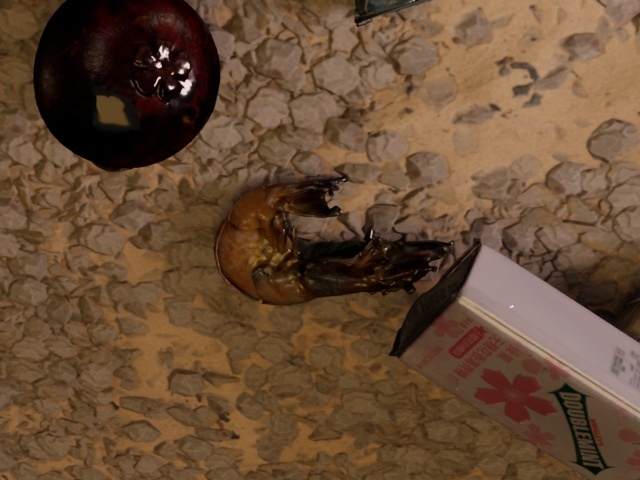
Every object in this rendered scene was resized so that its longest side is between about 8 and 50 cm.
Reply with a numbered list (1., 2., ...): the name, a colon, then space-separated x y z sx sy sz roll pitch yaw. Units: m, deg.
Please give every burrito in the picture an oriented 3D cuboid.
1. burrito: 0.413 0.073 1.614 0.060 0.087 0.226 46 131 4

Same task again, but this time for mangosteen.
1. mangosteen: -0.203 -0.170 1.412 0.210 0.210 0.210 4 132 4

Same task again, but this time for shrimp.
1. shrimp: 0.002 -0.005 1.614 0.289 0.075 0.178 -5 129 29

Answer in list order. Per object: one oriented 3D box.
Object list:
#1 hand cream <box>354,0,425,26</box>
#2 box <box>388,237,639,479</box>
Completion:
1. hand cream: 0.047 -0.321 1.329 0.075 0.052 0.248 -5 131 13
2. box: 0.279 0.159 1.634 0.369 0.112 0.190 34 139 -5
